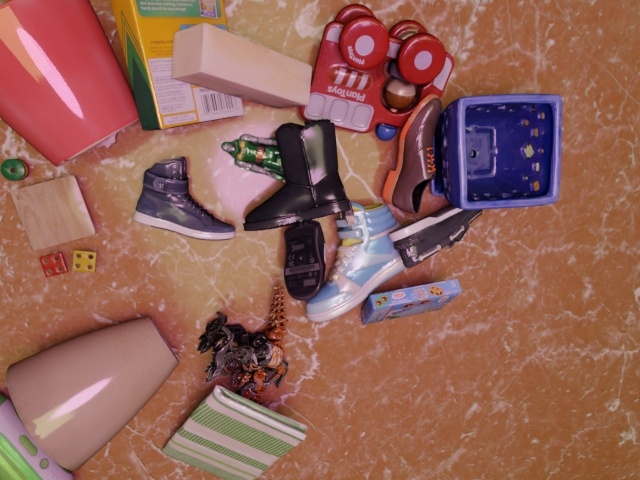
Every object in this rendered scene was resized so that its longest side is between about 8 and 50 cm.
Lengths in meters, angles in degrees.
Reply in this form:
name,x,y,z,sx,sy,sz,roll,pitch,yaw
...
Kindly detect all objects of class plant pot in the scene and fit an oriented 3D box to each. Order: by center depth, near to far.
name,x,y,z,sx,sy,sz,roll,pitch,yaw
plant pot,-0.494,-0.293,0.874,0.275,0.275,0.243,-32,114,-3
plant pot,-0.460,0.293,0.998,0.274,0.256,0.257,-33,105,-19
plant pot,0.377,-0.200,1.051,0.235,0.212,0.236,-5,101,-10

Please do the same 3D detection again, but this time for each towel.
name,x,y,z,sx,sy,sz,roll,pitch,yaw
towel,-0.207,0.471,1.088,0.247,0.038,0.325,29,126,-13

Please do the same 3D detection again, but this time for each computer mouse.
name,x,y,z,sx,sy,sz,roll,pitch,yaw
computer mouse,0.000,0.000,1.041,0.184,0.060,0.262,-16,70,18

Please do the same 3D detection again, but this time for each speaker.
name,x,y,z,sx,sy,sz,roll,pitch,yaw
speaker,-0.687,0.492,1.039,0.131,0.131,0.297,-30,104,-3

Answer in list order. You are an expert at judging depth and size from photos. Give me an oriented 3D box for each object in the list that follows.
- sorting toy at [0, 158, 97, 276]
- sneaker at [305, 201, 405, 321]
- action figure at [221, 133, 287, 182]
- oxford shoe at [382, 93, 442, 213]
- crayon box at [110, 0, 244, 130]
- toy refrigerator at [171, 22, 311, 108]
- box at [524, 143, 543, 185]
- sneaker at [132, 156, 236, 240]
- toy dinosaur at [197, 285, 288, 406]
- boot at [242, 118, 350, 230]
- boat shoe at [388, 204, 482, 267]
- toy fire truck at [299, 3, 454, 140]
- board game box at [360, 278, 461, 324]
name,x,y,z,sx,sy,sz,roll,pitch,yaw
sorting toy,-0.566,-0.053,0.999,0.132,0.046,0.275,-16,102,-7
sneaker,0.059,0.031,1.087,0.319,0.127,0.208,-36,106,-12
action figure,-0.110,-0.189,1.050,0.232,0.063,0.137,10,102,-8
oxford shoe,0.231,-0.190,1.046,0.097,0.098,0.271,-18,133,-42
crayon box,-0.278,-0.393,0.901,0.203,0.083,0.323,-25,115,-43
toy refrigerator,-0.147,-0.339,0.917,0.269,0.102,0.094,1,96,-47
box,0.520,-0.207,1.171,0.081,0.028,0.136,-41,102,0
sneaker,-0.284,-0.095,1.020,0.226,0.086,0.163,15,100,-11
toy dinosaur,-0.165,0.263,1.102,0.218,0.164,0.322,18,78,-27
boot,-0.068,-0.138,0.991,0.246,0.094,0.207,-13,90,13
boat shoe,0.282,-0.022,1.079,0.302,0.114,0.091,-22,91,-30
toy fire truck,0.124,-0.356,1.023,0.302,0.169,0.254,10,124,-13
board game box,0.213,0.151,1.120,0.211,0.160,0.039,-9,68,-8
